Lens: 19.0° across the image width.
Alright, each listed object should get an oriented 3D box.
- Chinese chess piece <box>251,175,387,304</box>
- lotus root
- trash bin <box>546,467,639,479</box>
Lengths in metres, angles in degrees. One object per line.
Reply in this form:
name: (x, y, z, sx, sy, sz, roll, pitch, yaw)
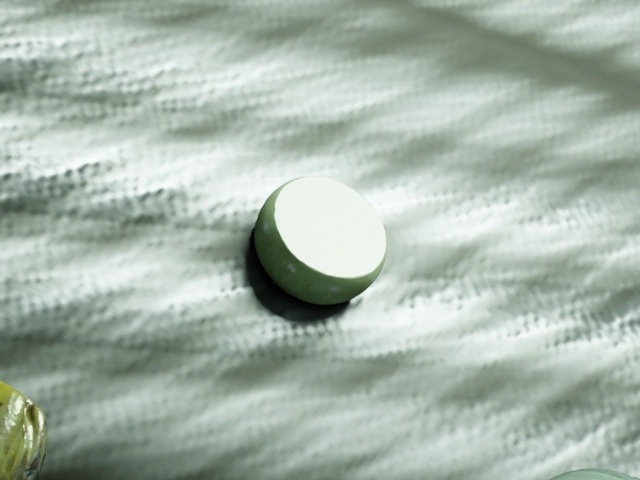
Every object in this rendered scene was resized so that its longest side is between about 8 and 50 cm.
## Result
Chinese chess piece: (0.000, 0.000, 1.177, 0.084, 0.034, 0.084, 14, 52, -18)
lotus root: (-0.176, 0.120, 1.002, 0.054, 0.049, 0.099, 47, 43, -38)
trash bin: (0.063, 0.247, 0.920, 0.262, 0.217, 0.277, -16, 99, -32)
